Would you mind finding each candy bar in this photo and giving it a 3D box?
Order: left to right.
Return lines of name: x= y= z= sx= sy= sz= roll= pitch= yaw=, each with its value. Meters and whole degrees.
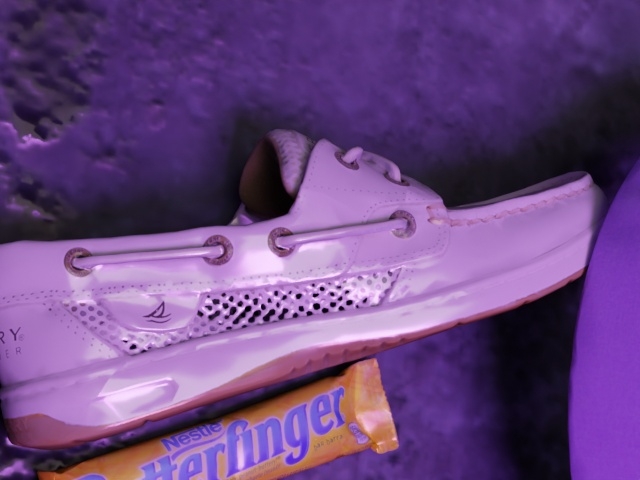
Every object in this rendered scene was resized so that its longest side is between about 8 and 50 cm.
candy bar: x=-0.041 y=0.089 z=0.619 sx=0.161 sy=0.018 sz=0.040 roll=-16 pitch=88 yaw=-28

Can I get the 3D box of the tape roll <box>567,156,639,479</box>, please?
tape roll: x=0.224 y=0.070 z=0.662 sx=0.274 sy=0.090 sz=0.275 roll=-1 pitch=91 yaw=-45

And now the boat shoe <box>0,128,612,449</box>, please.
boat shoe: x=0.000 y=0.000 z=0.609 sx=0.277 sy=0.098 sz=0.096 roll=-16 pitch=89 yaw=-26
